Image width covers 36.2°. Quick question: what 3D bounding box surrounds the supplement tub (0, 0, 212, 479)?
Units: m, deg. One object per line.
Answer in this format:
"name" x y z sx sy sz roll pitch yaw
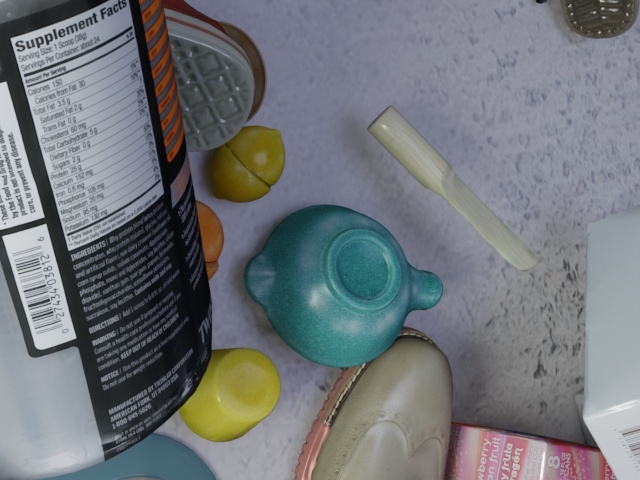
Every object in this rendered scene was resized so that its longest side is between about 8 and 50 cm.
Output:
"supplement tub" -0.175 -0.058 0.512 0.207 0.207 0.338 -28 129 -32

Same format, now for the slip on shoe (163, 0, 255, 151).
"slip on shoe" -0.200 -0.152 0.631 0.331 0.101 0.123 18 118 -23

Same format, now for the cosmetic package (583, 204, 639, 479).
"cosmetic package" 0.353 0.188 0.875 0.377 0.097 0.284 57 26 -21

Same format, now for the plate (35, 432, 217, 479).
"plate" -0.141 0.234 0.710 0.188 0.024 0.188 1 89 -36

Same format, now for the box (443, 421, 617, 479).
"box" 0.172 0.322 0.860 0.154 0.142 0.300 15 80 -35

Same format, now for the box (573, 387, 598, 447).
"box" 0.408 0.266 1.082 0.232 0.058 0.322 -26 105 -33

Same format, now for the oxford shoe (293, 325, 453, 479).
"oxford shoe" 0.056 0.265 0.774 0.140 0.146 0.397 19 78 -31

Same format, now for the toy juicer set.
"toy juicer set" 0.000 0.000 0.786 0.329 0.089 0.209 -26 87 -30

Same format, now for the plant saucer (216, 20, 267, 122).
"plant saucer" -0.080 -0.127 0.760 0.083 0.015 0.083 0 91 -35

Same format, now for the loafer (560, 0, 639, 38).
"loafer" 0.262 -0.330 0.942 0.092 0.101 0.269 -67 153 -49

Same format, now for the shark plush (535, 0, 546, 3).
"shark plush" 0.196 -0.308 0.937 0.161 0.073 0.067 52 32 -18
